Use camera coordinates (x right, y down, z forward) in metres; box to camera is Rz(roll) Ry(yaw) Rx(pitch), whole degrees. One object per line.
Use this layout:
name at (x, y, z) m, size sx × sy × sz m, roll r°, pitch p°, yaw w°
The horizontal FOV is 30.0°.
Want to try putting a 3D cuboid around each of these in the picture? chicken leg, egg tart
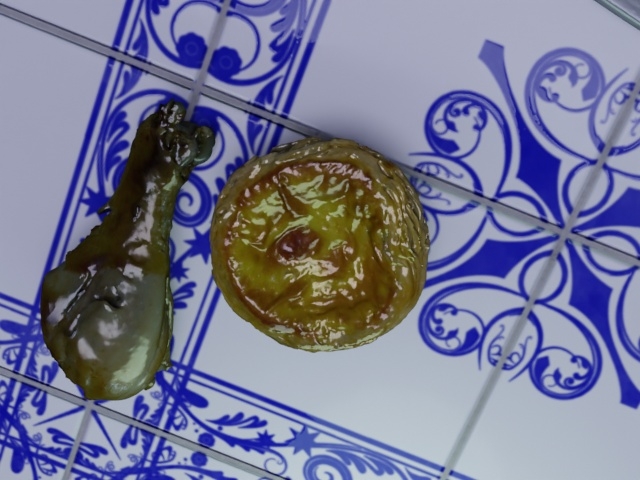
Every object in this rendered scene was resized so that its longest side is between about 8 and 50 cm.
chicken leg at (-0.238, 0.017, 1.539) m, size 0.201 × 0.153 × 0.429 m, roll 18°, pitch 106°, yaw -13°
egg tart at (0.000, 0.000, 1.502) m, size 0.295 × 0.116 × 0.295 m, roll 2°, pitch 114°, yaw 5°

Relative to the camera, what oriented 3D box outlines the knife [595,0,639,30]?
knife at (0.313, -0.320, 1.374) m, size 0.265 × 0.040 × 0.073 m, roll 31°, pitch 101°, yaw -5°
